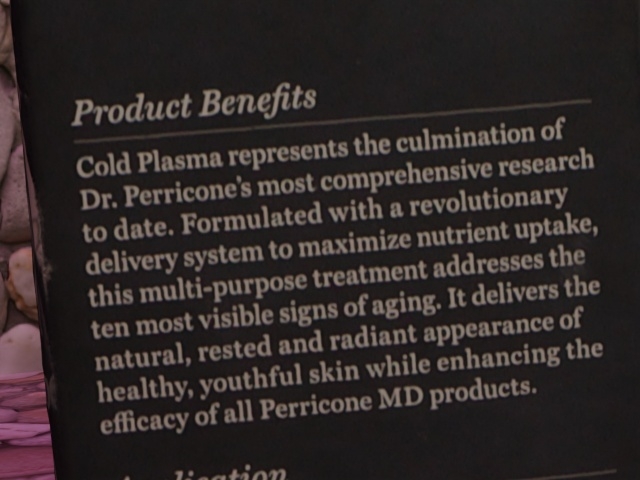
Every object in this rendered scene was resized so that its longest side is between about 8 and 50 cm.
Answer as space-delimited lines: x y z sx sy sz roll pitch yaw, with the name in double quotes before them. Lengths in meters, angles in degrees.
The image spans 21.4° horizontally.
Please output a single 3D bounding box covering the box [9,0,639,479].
"box" 0.000 0.000 0.954 0.297 0.471 0.480 -4 4 -5
